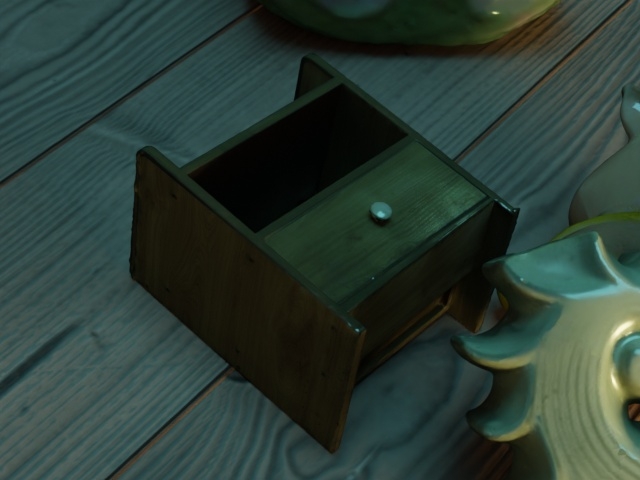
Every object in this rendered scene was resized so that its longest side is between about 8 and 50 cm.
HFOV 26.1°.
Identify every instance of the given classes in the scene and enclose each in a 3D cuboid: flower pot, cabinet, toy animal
[{"bbox_3d":[0.278,0.089,0.866,0.368,0.164,0.254,-16,88,-3],"label":"flower pot"},{"bbox_3d":[0.000,0.000,1.000,0.215,0.148,0.175,40,54,23],"label":"cabinet"},{"bbox_3d":[0.235,0.021,1.034,0.165,0.149,0.248,35,62,1],"label":"toy animal"}]

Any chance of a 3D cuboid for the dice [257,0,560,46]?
[{"bbox_3d":[0.087,-0.384,1.246,0.330,0.318,0.322,-3,50,-12],"label":"dice"}]
